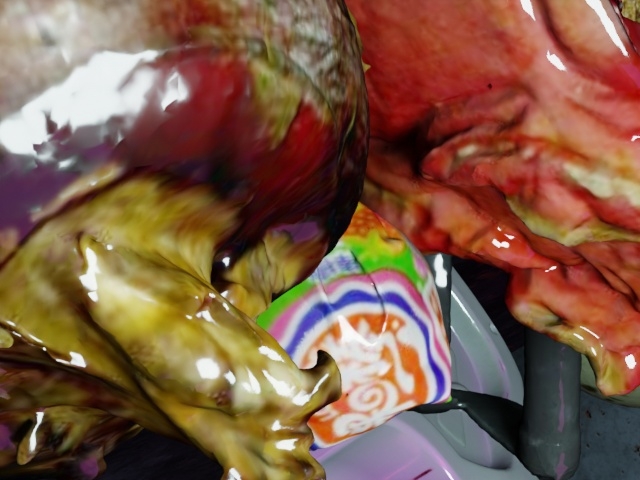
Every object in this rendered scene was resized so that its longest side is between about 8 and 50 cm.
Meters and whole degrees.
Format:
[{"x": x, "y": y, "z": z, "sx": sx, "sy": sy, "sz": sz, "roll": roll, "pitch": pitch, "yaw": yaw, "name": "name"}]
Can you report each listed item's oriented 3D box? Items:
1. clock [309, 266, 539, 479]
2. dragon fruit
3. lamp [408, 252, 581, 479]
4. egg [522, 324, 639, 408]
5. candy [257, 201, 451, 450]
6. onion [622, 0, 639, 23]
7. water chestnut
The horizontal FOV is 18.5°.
[{"x": 0.041, "y": 0.094, "z": 1.582, "sx": 0.102, "sy": 0.338, "sz": 0.338, "roll": -34, "pitch": 166, "yaw": 22, "name": "clock"}, {"x": 0.063, "y": -0.068, "z": 0.994, "sx": 0.228, "sy": 0.329, "sz": 0.286, "roll": -21, "pitch": 170, "yaw": 9, "name": "dragon fruit"}, {"x": -0.028, "y": 0.016, "z": 1.244, "sx": 0.272, "sy": 0.205, "sz": 0.374, "roll": -10, "pitch": -154, "yaw": -15, "name": "lamp"}, {"x": 0.344, "y": 0.033, "z": 2.047, "sx": 0.287, "sy": 0.288, "sz": 0.379, "roll": -28, "pitch": 166, "yaw": 11, "name": "egg"}, {"x": -0.038, "y": -0.019, "z": 1.058, "sx": 0.124, "sy": 0.365, "sz": 0.124, "roll": -10, "pitch": 123, "yaw": -15, "name": "candy"}, {"x": 0.118, "y": -0.154, "z": 1.237, "sx": 0.173, "sy": 0.135, "sz": 0.198, "roll": -29, "pitch": -153, "yaw": -36, "name": "onion"}, {"x": -0.116, "y": -0.020, "z": 0.788, "sx": 0.335, "sy": 0.347, "sz": 0.335, "roll": -27, "pitch": 159, "yaw": -12, "name": "water chestnut"}]
